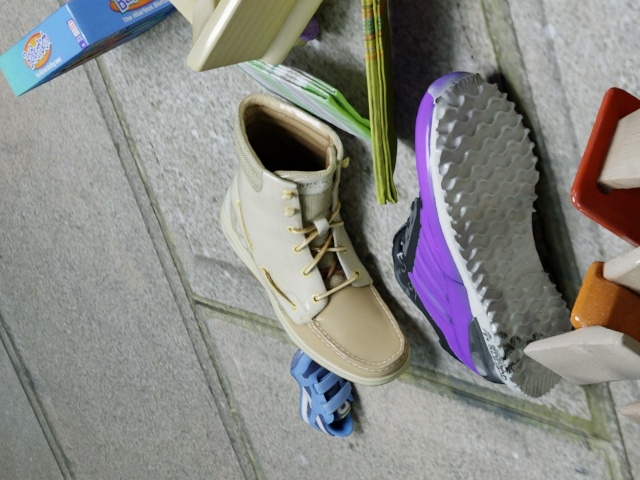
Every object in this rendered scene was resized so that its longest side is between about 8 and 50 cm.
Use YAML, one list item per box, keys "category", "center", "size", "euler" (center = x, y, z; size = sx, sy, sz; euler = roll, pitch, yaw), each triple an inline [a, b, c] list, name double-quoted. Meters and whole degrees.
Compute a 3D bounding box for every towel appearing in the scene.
- category: "towel"
  center: [0.052, -0.149, 1.214]
  size: [0.021, 0.102, 0.237]
  euler: [2, 132, 9]
- category: "towel"
  center: [-0.015, -0.136, 1.339]
  size: [0.152, 0.023, 0.113]
  euler: [30, 178, 36]

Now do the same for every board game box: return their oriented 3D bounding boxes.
- category: "board game box"
  center: [-0.209, -0.214, 1.458]
  size: [0.210, 0.160, 0.047]
  euler: [-17, 103, 59]

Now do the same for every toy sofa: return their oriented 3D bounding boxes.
- category: "toy sofa"
  center: [-0.128, -0.320, 1.279]
  size: [0.362, 0.177, 0.150]
  euler: [47, 125, 17]

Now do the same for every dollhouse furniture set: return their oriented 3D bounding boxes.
- category: "dollhouse furniture set"
  center: [0.259, 0.004, 0.901]
  size: [0.259, 0.262, 0.135]
  euler: [31, 159, -19]

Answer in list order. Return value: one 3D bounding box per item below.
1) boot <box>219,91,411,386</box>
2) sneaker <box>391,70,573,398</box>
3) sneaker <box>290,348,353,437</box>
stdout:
- category: "boot"
  center: [0.000, 0.000, 1.414]
  size: [0.262, 0.095, 0.203]
  euler: [52, 156, 21]
- category: "sneaker"
  center: [0.108, -0.005, 1.246]
  size: [0.146, 0.102, 0.293]
  euler: [19, 134, 49]
- category: "sneaker"
  center: [0.007, 0.158, 1.612]
  size: [0.059, 0.053, 0.144]
  euler: [35, 153, 35]
